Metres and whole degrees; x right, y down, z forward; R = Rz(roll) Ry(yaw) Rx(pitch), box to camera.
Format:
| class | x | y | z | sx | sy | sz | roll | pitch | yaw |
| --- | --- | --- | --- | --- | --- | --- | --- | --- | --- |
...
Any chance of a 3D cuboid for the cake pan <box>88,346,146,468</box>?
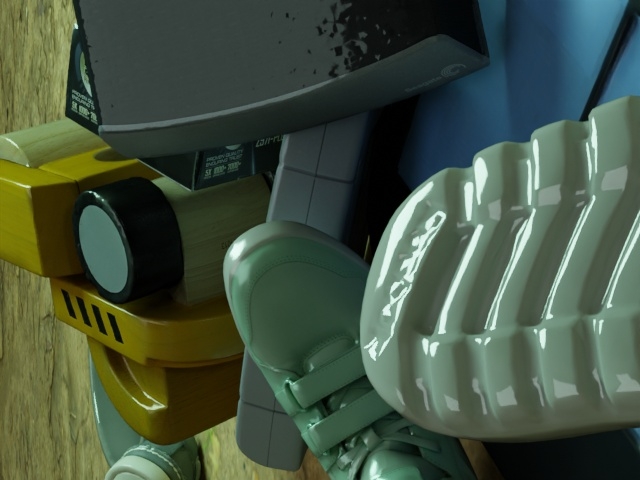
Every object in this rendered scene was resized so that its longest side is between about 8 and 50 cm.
| class | x | y | z | sx | sy | sz | roll | pitch | yaw |
| --- | --- | --- | --- | --- | --- | --- | --- | --- | --- |
| cake pan | -0.217 | 0.133 | 1.560 | 0.293 | 0.054 | 0.293 | 180 | 90 | -67 |

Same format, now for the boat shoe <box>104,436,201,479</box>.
| class | x | y | z | sx | sy | sz | roll | pitch | yaw |
| --- | --- | --- | --- | --- | --- | --- | --- | --- | --- |
| boat shoe | -0.185 | 0.335 | 1.475 | 0.099 | 0.116 | 0.320 | -51 | -23 | -47 |

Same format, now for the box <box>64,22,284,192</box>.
| class | x | y | z | sx | sy | sz | roll | pitch | yaw |
| --- | --- | --- | --- | --- | --- | --- | --- | --- | --- |
| box | -0.076 | -0.115 | 0.993 | 0.147 | 0.180 | 0.078 | 31 | 122 | 34 |

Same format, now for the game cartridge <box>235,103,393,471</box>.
| class | x | y | z | sx | sy | sz | roll | pitch | yaw |
| --- | --- | --- | --- | --- | --- | --- | --- | --- | --- |
| game cartridge | 0.000 | 0.000 | 0.917 | 0.198 | 0.062 | 0.297 | -54 | -22 | -62 |

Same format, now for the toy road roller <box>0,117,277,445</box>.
| class | x | y | z | sx | sy | sz | roll | pitch | yaw |
| --- | --- | --- | --- | --- | --- | --- | --- | --- | --- |
| toy road roller | -0.153 | 0.029 | 1.154 | 0.329 | 0.202 | 0.241 | 20 | 121 | 47 |

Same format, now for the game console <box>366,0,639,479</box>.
| class | x | y | z | sx | sy | sz | roll | pitch | yaw |
| --- | --- | --- | --- | --- | --- | --- | --- | --- | --- |
| game console | 0.140 | -0.049 | 0.692 | 0.342 | 0.060 | 0.387 | -115 | 33 | -46 |

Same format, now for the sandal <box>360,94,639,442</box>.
| class | x | y | z | sx | sy | sz | roll | pitch | yaw |
| --- | --- | --- | --- | --- | --- | --- | --- | --- | --- |
| sandal | 0.192 | 0.009 | 0.467 | 0.416 | 0.102 | 0.169 | -1 | 70 | 45 |

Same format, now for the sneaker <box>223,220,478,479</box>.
| class | x | y | z | sx | sy | sz | roll | pitch | yaw |
| --- | --- | --- | --- | --- | --- | --- | --- | --- | --- |
| sneaker | 0.036 | 0.107 | 0.757 | 0.256 | 0.094 | 0.151 | 56 | -178 | -16 |

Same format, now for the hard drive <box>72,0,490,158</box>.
| class | x | y | z | sx | sy | sz | roll | pitch | yaw |
| --- | --- | --- | --- | --- | --- | --- | --- | --- | --- |
| hard drive | -0.039 | -0.148 | 0.774 | 0.254 | 0.054 | 0.172 | -11 | 90 | 28 |
